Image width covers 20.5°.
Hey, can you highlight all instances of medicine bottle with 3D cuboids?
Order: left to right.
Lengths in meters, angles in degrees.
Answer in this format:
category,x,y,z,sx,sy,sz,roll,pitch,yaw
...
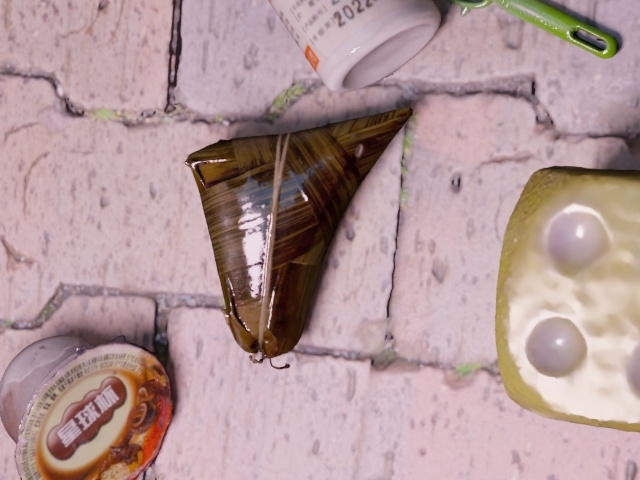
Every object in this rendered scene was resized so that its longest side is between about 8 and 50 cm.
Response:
category,x,y,z,sx,sy,sz,roll,pitch,yaw
medicine bottle,0.002,-0.286,1.795,0.144,0.144,0.252,-35,77,22

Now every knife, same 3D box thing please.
category,x,y,z,sx,sy,sz,roll,pitch,yaw
knife,0.201,-0.226,1.775,0.212,0.015,0.054,28,104,21

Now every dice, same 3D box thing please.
category,x,y,z,sx,sy,sz,roll,pitch,yaw
dice,0.305,0.052,1.629,0.238,0.227,0.233,5,93,25

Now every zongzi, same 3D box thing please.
category,x,y,z,sx,sy,sz,roll,pitch,yaw
zongzi,0.000,0.000,1.834,0.241,0.111,0.248,-10,93,18

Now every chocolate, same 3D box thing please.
category,x,y,z,sx,sy,sz,roll,pitch,yaw
chocolate,-0.273,0.181,1.946,0.147,0.221,0.221,31,107,49
